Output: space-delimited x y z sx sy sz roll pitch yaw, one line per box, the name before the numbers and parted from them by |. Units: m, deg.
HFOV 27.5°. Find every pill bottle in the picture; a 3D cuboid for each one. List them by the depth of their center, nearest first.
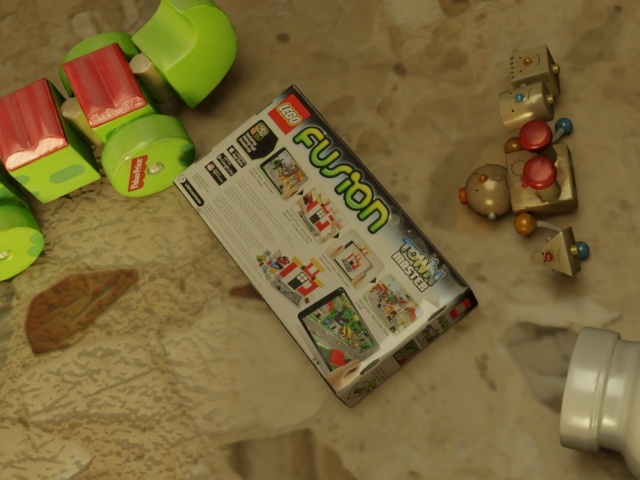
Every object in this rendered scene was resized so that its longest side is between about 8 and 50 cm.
pill bottle | 0.237 0.102 0.756 0.184 0.103 0.103 10 73 19

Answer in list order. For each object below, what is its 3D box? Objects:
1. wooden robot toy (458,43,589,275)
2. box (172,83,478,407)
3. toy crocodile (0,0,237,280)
wooden robot toy | 0.125 -0.049 0.868 0.079 0.076 0.173 -13 66 23
box | 0.000 0.000 0.900 0.114 0.036 0.207 -38 64 -1
toy crocodile | -0.208 -0.067 0.947 0.340 0.105 0.115 -30 64 3
